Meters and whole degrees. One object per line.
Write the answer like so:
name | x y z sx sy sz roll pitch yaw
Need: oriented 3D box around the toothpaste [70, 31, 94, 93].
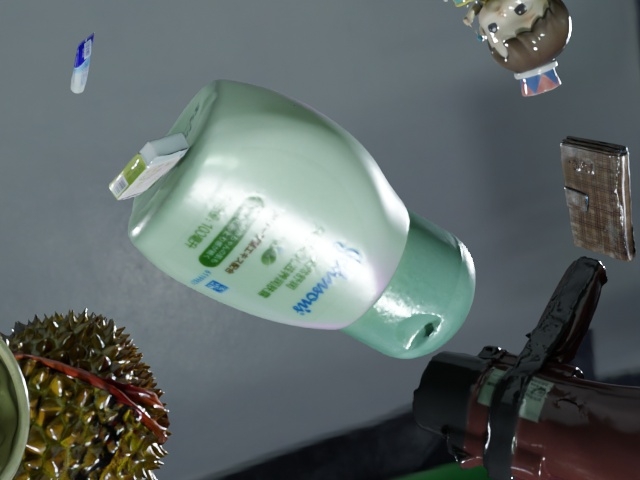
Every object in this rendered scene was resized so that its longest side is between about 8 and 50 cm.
toothpaste | -0.243 -0.180 0.912 0.024 0.015 0.083 -51 179 -33

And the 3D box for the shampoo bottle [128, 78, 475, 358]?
shampoo bottle | 0.000 0.000 0.887 0.222 0.349 0.151 -50 -155 25

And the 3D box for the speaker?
speaker | 0.276 0.147 0.902 0.329 0.259 0.198 20 -179 34

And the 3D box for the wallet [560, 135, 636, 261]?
wallet | 0.489 -0.072 1.571 0.042 0.230 0.124 -40 -141 -26

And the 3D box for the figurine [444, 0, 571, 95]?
figurine | 0.318 -0.367 1.477 0.161 0.275 0.158 -31 -159 43

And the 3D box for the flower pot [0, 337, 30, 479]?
flower pot | -0.516 0.221 1.048 0.307 0.307 0.244 -17 171 -45

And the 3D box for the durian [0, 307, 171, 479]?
durian | -0.396 0.289 1.323 0.348 0.384 0.347 20 -177 -1

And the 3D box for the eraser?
eraser | -0.145 -0.063 0.758 0.038 0.019 0.083 -23 171 -42
